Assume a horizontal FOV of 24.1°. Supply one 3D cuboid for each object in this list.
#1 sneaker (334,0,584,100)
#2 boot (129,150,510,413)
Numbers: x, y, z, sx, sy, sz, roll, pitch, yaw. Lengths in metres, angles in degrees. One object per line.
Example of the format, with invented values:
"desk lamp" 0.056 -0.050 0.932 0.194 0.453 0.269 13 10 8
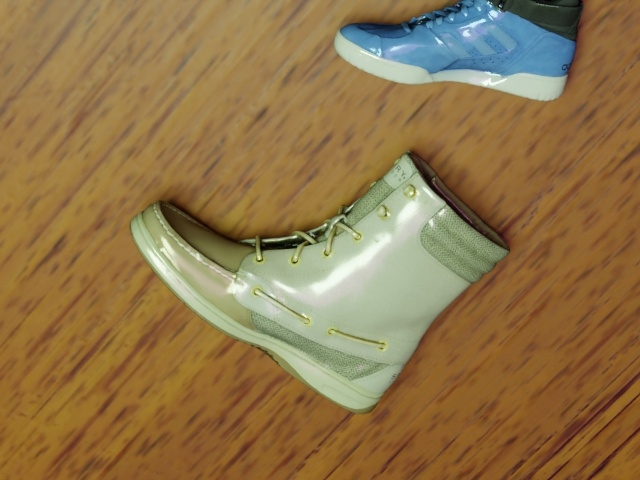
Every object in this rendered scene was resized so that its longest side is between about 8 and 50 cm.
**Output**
"sneaker" 0.088 -0.140 0.929 0.152 0.058 0.085 8 118 -7
"boot" 0.000 0.000 0.980 0.213 0.077 0.165 35 109 -18
